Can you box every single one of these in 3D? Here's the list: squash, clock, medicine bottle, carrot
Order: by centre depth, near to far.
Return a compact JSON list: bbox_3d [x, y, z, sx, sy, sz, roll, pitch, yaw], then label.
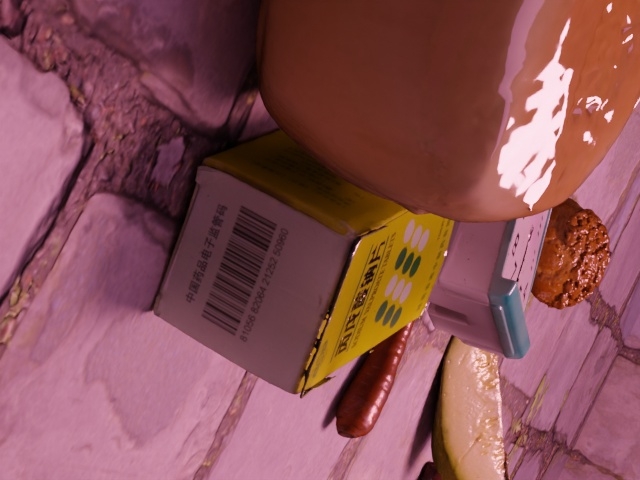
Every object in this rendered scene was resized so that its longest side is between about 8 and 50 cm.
[{"bbox_3d":[0.000,0.000,1.203,0.250,0.141,0.137,-26,142,-61],"label":"medicine bottle"},{"bbox_3d":[0.074,0.121,1.719,0.216,0.048,0.048,-64,162,-17],"label":"carrot"},{"bbox_3d":[0.197,-0.010,1.759,0.262,0.116,0.231,62,42,-69],"label":"clock"},{"bbox_3d":[0.202,0.219,2.085,0.252,0.093,0.169,95,-17,-48],"label":"squash"}]

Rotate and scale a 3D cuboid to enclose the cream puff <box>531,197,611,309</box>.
[{"bbox_3d":[0.353,0.024,2.229,0.150,0.115,0.165,-59,160,-28],"label":"cream puff"}]

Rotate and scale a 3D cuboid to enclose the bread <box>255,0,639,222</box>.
[{"bbox_3d":[0.113,-0.202,1.058,0.348,0.253,0.376,-27,138,-54],"label":"bread"}]

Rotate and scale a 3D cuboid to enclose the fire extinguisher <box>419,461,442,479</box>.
[{"bbox_3d":[0.138,0.399,2.259,0.078,0.045,0.157,14,103,-43],"label":"fire extinguisher"}]
